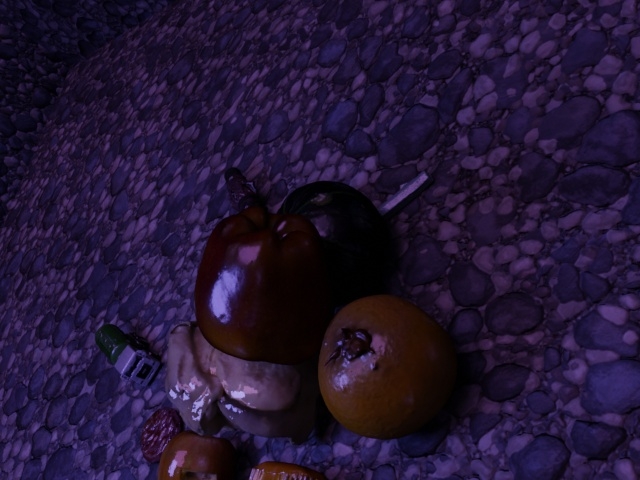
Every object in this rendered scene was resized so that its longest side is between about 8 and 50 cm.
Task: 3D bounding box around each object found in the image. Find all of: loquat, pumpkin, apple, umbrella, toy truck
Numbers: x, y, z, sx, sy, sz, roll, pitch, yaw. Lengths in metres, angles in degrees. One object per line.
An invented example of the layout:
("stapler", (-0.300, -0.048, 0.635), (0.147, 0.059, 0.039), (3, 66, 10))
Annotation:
("loquat", (0.123, 0.234, 1.494), (0.274, 0.275, 0.275), (-27, 45, 31))
("pumpkin", (0.000, 0.000, 1.812), (0.315, 0.238, 0.315), (-34, 46, 43))
("apple", (-0.111, 0.099, 1.585), (0.288, 0.288, 0.317), (38, 129, 53))
("umbrella", (-0.208, -0.108, 2.242), (0.090, 0.094, 0.326), (-25, 40, -6))
("apple", (-0.285, 0.528, 1.787), (0.199, 0.199, 0.199), (-27, 45, 31))
("toy truck", (-0.562, 0.322, 2.270), (0.242, 0.125, 0.101), (28, 83, 51))

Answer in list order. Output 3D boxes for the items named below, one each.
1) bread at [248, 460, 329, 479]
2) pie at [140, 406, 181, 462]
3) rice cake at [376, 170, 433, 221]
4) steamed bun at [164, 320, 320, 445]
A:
("bread", (-0.062, 0.508, 1.587), (0.190, 0.132, 0.114), (-2, 62, 42))
("pie", (-0.418, 0.506, 2.049), (0.154, 0.036, 0.155), (-29, 44, 31))
("rice cake", (0.188, -0.101, 1.860), (0.180, 0.030, 0.042), (-40, 53, 19))
("steamed bun", (-0.169, 0.316, 1.748), (0.372, 0.231, 0.325), (7, 34, 16))
